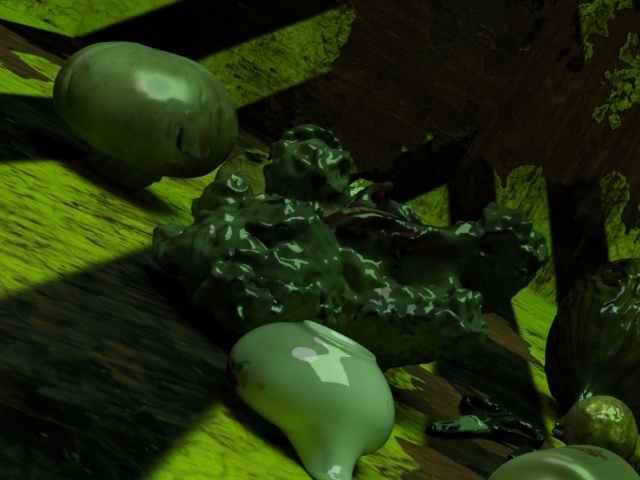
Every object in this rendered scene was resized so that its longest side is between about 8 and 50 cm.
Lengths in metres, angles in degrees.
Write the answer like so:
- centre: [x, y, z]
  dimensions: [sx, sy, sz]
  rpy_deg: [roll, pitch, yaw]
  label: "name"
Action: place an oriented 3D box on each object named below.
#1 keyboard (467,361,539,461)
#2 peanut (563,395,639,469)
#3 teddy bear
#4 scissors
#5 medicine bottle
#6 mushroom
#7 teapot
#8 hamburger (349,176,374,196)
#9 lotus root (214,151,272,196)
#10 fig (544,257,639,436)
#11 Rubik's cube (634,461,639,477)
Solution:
- centre: [0.280, 0.268, 1.418]
  dimensions: [0.381, 0.041, 0.103]
  rpy_deg: [41, 12, 17]
  label: "keyboard"
- centre: [0.326, 0.233, 1.536]
  dimensions: [0.087, 0.087, 0.206]
  rpy_deg: [34, -9, 26]
  label: "peanut"
- centre: [0.008, 0.018, 1.362]
  dimensions: [0.357, 0.224, 0.367]
  rpy_deg: [26, 11, 26]
  label: "teddy bear"
- centre: [0.172, 0.203, 1.484]
  dimensions: [0.109, 0.022, 0.300]
  rpy_deg: [30, 6, 25]
  label: "scissors"
- centre: [0.180, 0.219, 1.030]
  dimensions: [0.114, 0.114, 0.252]
  rpy_deg: [34, 8, 22]
  label: "medicine bottle"
- centre: [-0.224, -0.157, 1.692]
  dimensions: [0.255, 0.184, 0.255]
  rpy_deg: [32, 9, -6]
  label: "mushroom"
- centre: [-0.009, 0.116, 1.087]
  dimensions: [0.145, 0.092, 0.226]
  rpy_deg: [28, 4, -25]
  label: "teapot"
- centre: [0.000, 0.000, 1.644]
  dimensions: [0.113, 0.177, 0.185]
  rpy_deg: [30, 50, -2]
  label: "hamburger"
- centre: [-0.097, -0.053, 1.879]
  dimensions: [0.110, 0.097, 0.258]
  rpy_deg: [21, 17, -15]
  label: "lotus root"
- centre: [0.411, 0.183, 1.880]
  dimensions: [0.286, 0.286, 0.369]
  rpy_deg: [34, 31, 27]
  label: "fig"
- centre: [0.396, 0.292, 1.499]
  dimensions: [0.093, 0.111, 0.111]
  rpy_deg: [7, -3, 23]
  label: "Rubik's cube"
